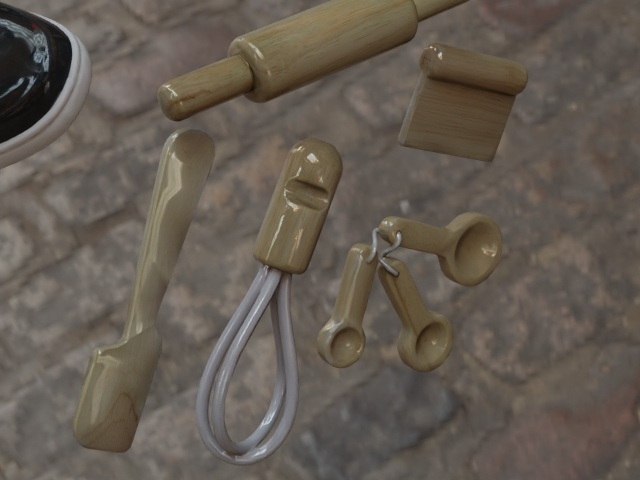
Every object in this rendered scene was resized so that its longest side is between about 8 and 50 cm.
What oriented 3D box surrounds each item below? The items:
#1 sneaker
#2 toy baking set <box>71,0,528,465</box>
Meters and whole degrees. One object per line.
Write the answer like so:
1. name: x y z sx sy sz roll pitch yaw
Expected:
1. sneaker: -0.215 -0.086 0.733 0.217 0.121 0.079 6 73 30
2. toy baking set: 0.000 -0.007 0.746 0.256 0.197 0.030 -21 26 -31
